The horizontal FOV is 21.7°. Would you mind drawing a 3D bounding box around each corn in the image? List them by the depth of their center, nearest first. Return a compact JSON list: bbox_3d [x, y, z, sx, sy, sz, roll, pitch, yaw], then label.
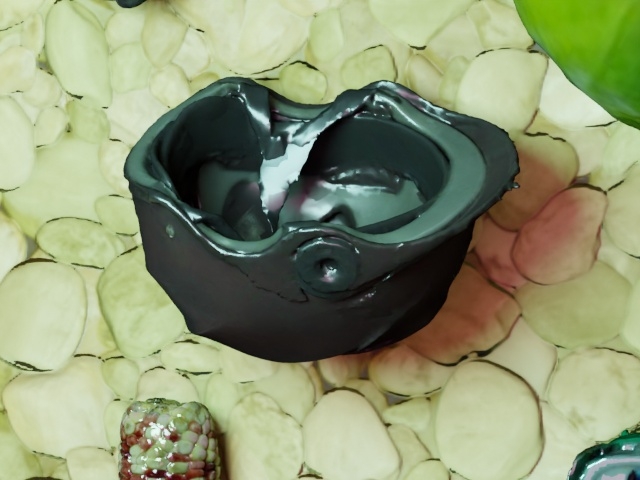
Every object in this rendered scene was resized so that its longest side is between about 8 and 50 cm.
[{"bbox_3d":[-0.124,0.255,1.387,0.086,0.086,0.253,0,94,15],"label":"corn"}]

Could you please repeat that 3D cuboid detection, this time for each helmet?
[{"bbox_3d":[0.000,0.000,1.281,0.305,0.225,0.177,11,124,16],"label":"helmet"}]

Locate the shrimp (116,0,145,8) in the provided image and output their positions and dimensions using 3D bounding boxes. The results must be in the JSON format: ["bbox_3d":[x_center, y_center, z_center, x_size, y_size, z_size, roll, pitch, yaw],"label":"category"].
[{"bbox_3d":[-0.098,-0.391,1.298,0.110,0.221,0.445,43,116,49],"label":"shrimp"}]

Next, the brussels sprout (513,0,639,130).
[{"bbox_3d":[0.279,-0.229,1.177,0.344,0.268,0.344,0,75,2],"label":"brussels sprout"}]

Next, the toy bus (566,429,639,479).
[{"bbox_3d":[0.349,0.235,1.201,0.344,0.199,0.183,5,92,15],"label":"toy bus"}]
